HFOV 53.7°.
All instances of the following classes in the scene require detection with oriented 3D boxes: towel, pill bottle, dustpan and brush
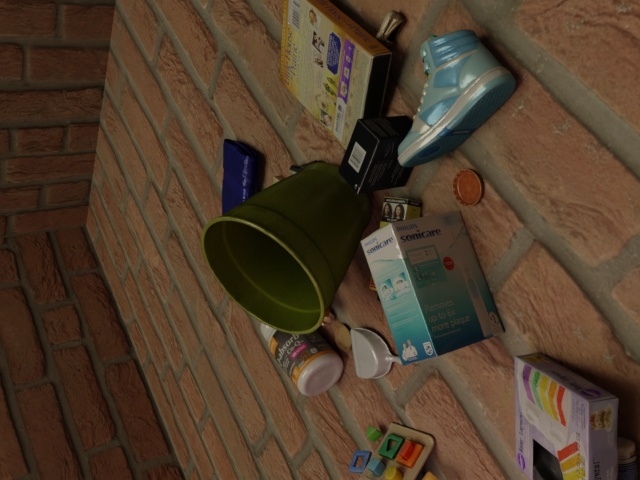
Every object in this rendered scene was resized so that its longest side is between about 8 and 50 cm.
[{"bbox_3d":[-0.279,-0.186,2.223,0.227,0.076,0.308,42,132,52],"label":"towel"},{"bbox_3d":[0.552,0.432,1.170,0.067,0.067,0.120,-3,96,56],"label":"pill bottle"},{"bbox_3d":[-0.065,0.337,1.968,0.278,0.162,0.162,44,133,40],"label":"pill bottle"},{"bbox_3d":[0.167,0.320,1.728,0.211,0.060,0.147,4,104,62],"label":"dustpan and brush"}]

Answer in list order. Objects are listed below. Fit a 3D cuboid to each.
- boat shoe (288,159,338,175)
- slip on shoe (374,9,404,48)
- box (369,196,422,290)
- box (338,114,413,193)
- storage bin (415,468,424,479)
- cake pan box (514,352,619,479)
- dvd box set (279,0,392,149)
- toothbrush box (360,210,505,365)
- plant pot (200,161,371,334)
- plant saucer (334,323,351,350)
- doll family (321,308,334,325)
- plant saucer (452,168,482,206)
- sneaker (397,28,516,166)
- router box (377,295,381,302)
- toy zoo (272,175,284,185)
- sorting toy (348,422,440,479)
[{"bbox_3d":[-0.018,-0.195,1.845,0.079,0.084,0.233,-58,31,-5],"label":"boat shoe"},{"bbox_3d":[0.159,-0.481,1.514,0.041,0.051,0.135,47,130,22],"label":"slip on shoe"},{"bbox_3d":[0.184,0.013,1.548,0.087,0.058,0.232,13,94,50],"label":"box"},{"bbox_3d":[0.147,-0.206,1.504,0.093,0.158,0.156,52,137,33],"label":"box"},{"bbox_3d":[0.233,0.646,1.692,0.135,0.098,0.091,-8,120,56],"label":"storage bin"},{"bbox_3d":[0.465,0.379,1.217,0.246,0.070,0.267,-138,43,-74],"label":"cake pan box"},{"bbox_3d":[0.022,-0.451,1.658,0.420,0.062,0.307,51,149,35],"label":"dvd box set"},{"bbox_3d":[0.246,0.100,1.396,0.126,0.216,0.295,-35,69,53],"label":"toothbrush box"},{"bbox_3d":[-0.053,-0.012,1.628,0.366,0.353,0.366,24,140,22],"label":"plant pot"},{"bbox_3d":[0.071,0.288,1.884,0.083,0.015,0.083,20,115,52],"label":"plant saucer"},{"bbox_3d":[-0.018,0.149,1.882,0.163,0.118,0.263,38,128,45],"label":"doll family"},{"bbox_3d":[0.326,-0.117,1.396,0.083,0.013,0.083,21,116,53],"label":"plant saucer"},{"bbox_3d":[0.251,-0.315,1.357,0.319,0.127,0.208,-41,67,42],"label":"sneaker"},{"bbox_3d":[0.224,0.137,1.590,0.179,0.046,0.133,42,132,43],"label":"router box"},{"bbox_3d":[-0.108,-0.039,2.042,0.192,0.030,0.293,39,129,44],"label":"toy zoo"},{"bbox_3d":[0.191,0.580,1.660,0.047,0.196,0.348,43,157,-25],"label":"sorting toy"}]
